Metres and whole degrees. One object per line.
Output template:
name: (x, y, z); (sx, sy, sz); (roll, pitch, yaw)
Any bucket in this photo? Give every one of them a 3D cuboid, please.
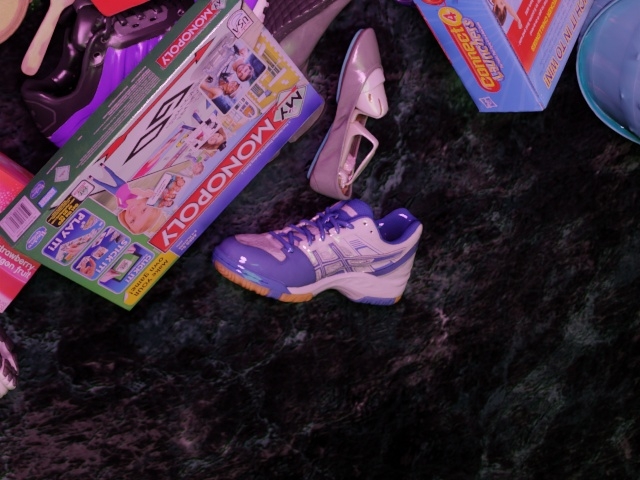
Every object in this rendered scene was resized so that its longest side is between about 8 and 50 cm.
bucket: (0.484, -0.241, 1.392); (0.281, 0.183, 0.281); (-13, 121, -22)

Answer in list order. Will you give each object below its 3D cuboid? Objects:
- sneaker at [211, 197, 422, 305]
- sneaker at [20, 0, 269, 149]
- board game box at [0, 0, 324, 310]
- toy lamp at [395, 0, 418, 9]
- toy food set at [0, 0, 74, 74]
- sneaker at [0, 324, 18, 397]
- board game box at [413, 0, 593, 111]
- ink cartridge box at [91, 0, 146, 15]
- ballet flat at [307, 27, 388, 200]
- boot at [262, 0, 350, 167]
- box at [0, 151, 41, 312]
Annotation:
sneaker: (0.000, 0.000, 1.319); (0.296, 0.112, 0.131); (3, 118, -41)
sneaker: (-0.187, -0.209, 1.098); (0.293, 0.102, 0.146); (-44, 128, 0)
board game box: (-0.154, -0.085, 1.084); (0.317, 0.046, 0.213); (-48, 150, 0)
toy lamp: (0.056, -0.312, 1.110); (0.275, 0.080, 0.080); (22, 105, -47)
toy food set: (-0.342, -0.247, 1.025); (0.192, 0.038, 0.132); (23, 102, -28)
sneaker: (-0.438, 0.092, 1.138); (0.118, 0.107, 0.279); (-29, 125, 0)
board game box: (0.200, -0.351, 1.146); (0.302, 0.086, 0.308); (51, 56, -38)
ink cartridge box: (-0.209, -0.333, 0.976); (0.134, 0.078, 0.231); (-12, 130, 32)
ballet flat: (0.047, -0.147, 1.276); (0.072, 0.068, 0.213); (-29, 143, -61)
boot: (-0.031, -0.203, 1.217); (0.246, 0.083, 0.161); (-41, 140, -2)
box: (-0.391, -0.056, 1.057); (0.128, 0.122, 0.257); (-51, 128, -1)
